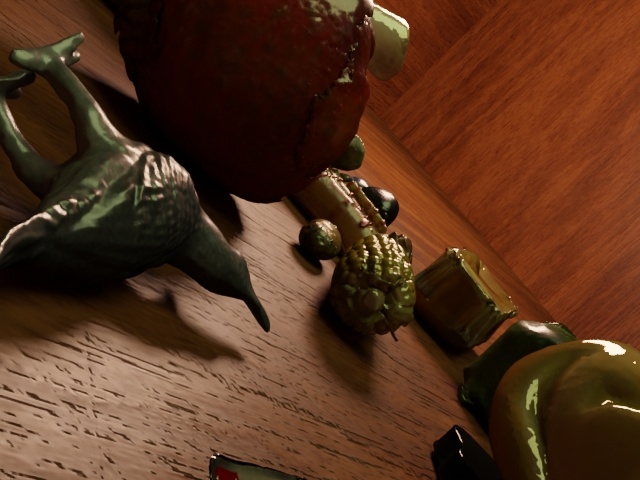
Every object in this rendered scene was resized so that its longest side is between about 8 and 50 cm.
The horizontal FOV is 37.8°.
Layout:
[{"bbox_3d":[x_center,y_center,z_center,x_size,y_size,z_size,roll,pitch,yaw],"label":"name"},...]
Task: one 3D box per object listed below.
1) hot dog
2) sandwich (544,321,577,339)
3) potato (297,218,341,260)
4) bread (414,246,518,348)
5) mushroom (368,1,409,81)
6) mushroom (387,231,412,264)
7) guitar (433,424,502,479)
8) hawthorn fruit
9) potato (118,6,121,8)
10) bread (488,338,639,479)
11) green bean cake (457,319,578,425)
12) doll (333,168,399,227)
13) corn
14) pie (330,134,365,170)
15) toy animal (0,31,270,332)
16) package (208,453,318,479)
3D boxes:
[{"bbox_3d":[0.018,-0.054,1.263,0.250,0.076,0.104,48,10,20],"label":"hot dog"},{"bbox_3d":[0.439,0.245,1.711,0.185,0.109,0.160,36,35,-49],"label":"sandwich"},{"bbox_3d":[0.000,0.000,1.092,0.051,0.040,0.083,59,13,3],"label":"potato"},{"bbox_3d":[0.211,0.088,1.385,0.136,0.107,0.241,51,12,12],"label":"bread"},{"bbox_3d":[-0.054,-0.330,1.457,0.356,0.315,0.315,51,9,-22],"label":"mushroom"},{"bbox_3d":[0.095,-0.004,1.422,0.060,0.061,0.187,35,11,-26],"label":"mushroom"},{"bbox_3d":[0.121,0.218,0.773,0.084,0.038,0.271,46,11,7],"label":"guitar"},{"bbox_3d":[-0.090,-0.199,0.959,0.307,0.276,0.276,26,19,-23],"label":"hawthorn fruit"},{"bbox_3d":[-0.234,-0.383,1.316,0.186,0.148,0.253,-17,64,-41],"label":"potato"},{"bbox_3d":[0.274,0.232,0.752,0.270,0.211,0.315,20,20,-45],"label":"bread"},{"bbox_3d":[0.320,0.227,1.177,0.250,0.156,0.247,52,11,28],"label":"green bean cake"},{"bbox_3d":[0.050,-0.052,1.363,0.179,0.089,0.102,25,-39,59],"label":"doll"},{"bbox_3d":[0.060,0.043,1.038,0.091,0.091,0.260,12,7,2],"label":"corn"},{"bbox_3d":[-0.021,-0.153,1.350,0.187,0.041,0.187,20,-11,4],"label":"pie"},{"bbox_3d":[-0.142,-0.035,0.568,0.206,0.081,0.367,61,14,14],"label":"toy animal"},{"bbox_3d":[0.027,0.200,0.516,0.239,0.030,0.154,31,20,-55],"label":"package"}]
